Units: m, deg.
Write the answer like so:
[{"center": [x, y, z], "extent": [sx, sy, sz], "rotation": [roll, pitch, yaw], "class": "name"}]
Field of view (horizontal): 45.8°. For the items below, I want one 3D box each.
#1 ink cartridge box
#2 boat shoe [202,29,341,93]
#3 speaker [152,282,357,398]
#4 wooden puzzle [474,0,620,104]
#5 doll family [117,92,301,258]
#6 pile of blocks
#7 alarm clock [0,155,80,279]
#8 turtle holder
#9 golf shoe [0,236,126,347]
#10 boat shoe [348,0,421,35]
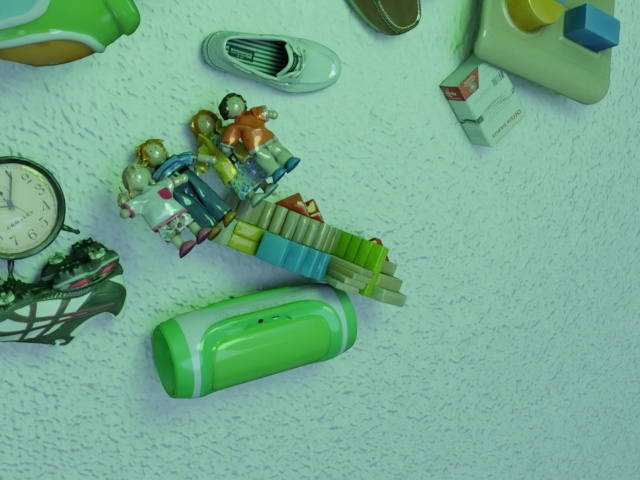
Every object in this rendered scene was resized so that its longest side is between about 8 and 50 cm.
[{"center": [0.284, -0.245, 1.316], "extent": [0.099, 0.056, 0.135], "rotation": [-43, 119, -14], "class": "ink cartridge box"}, {"center": [-0.057, -0.257, 1.105], "extent": [0.226, 0.075, 0.083], "rotation": [-2, 103, -30], "class": "boat shoe"}, {"center": [-0.096, 0.148, 1.153], "extent": [0.296, 0.131, 0.131], "rotation": [-11, 107, -27], "class": "speaker"}, {"center": [0.418, -0.444, 1.302], "extent": [0.322, 0.080, 0.348], "rotation": [13, 84, -32], "class": "wooden puzzle"}, {"center": [-0.167, -0.093, 1.049], "extent": [0.263, 0.118, 0.163], "rotation": [-40, 87, -21], "class": "doll family"}, {"center": [0.000, 0.000, 1.159], "extent": [0.362, 0.149, 0.113], "rotation": [20, 92, -32], "class": "pile of blocks"}, {"center": [-0.405, -0.058, 0.958], "extent": [0.129, 0.064, 0.192], "rotation": [-38, 114, -23], "class": "alarm clock"}, {"center": [-0.343, -0.340, 0.823], "extent": [0.227, 0.243, 0.320], "rotation": [-31, 131, -4], "class": "turtle holder"}, {"center": [-0.382, 0.101, 0.992], "extent": [0.272, 0.105, 0.120], "rotation": [-23, 120, -23], "class": "golf shoe"}, {"center": [0.080, -0.456, 1.111], "extent": [0.123, 0.116, 0.325], "rotation": [-35, 117, -19], "class": "boat shoe"}]
